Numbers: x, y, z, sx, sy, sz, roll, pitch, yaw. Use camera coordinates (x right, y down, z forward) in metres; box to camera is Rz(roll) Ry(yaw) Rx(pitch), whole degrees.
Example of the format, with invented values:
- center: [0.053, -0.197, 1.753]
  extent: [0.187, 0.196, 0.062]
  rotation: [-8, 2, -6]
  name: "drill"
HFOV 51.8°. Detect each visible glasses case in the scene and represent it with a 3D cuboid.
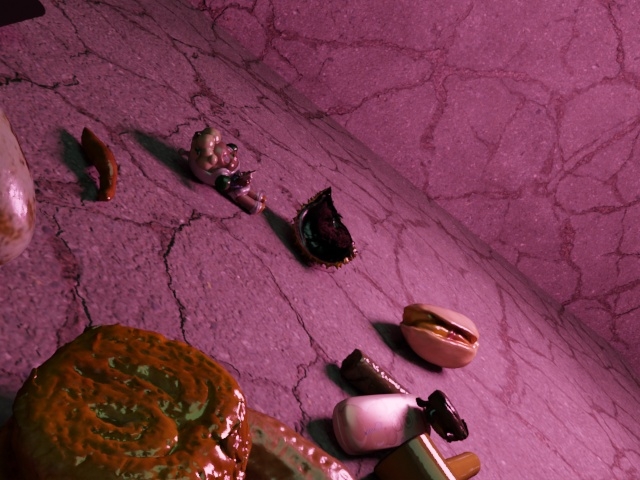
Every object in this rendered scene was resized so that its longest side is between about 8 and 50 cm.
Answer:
- center: [0.094, 0.267, 0.963]
  extent: [0.204, 0.051, 0.081]
  rotation: [10, 58, -47]
  name: "glasses case"

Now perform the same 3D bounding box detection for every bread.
- center: [-0.159, 0.174, 0.548]
  extent: [0.198, 0.120, 0.236]
  rotation: [21, 29, -1]
  name: "bread"

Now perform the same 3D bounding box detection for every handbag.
- center: [0.192, 0.274, 1.001]
  extent: [0.111, 0.047, 0.072]
  rotation: [54, 3, -36]
  name: "handbag"

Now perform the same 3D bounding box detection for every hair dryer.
- center: [0.190, 0.354, 0.963]
  extent: [0.135, 0.090, 0.279]
  rotation: [52, 15, 26]
  name: "hair dryer"

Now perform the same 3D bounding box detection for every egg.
- center: [-0.372, -0.070, 0.630]
  extent: [0.231, 0.169, 0.169]
  rotation: [49, 19, -2]
  name: "egg"

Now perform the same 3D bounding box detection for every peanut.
- center: [-0.049, 0.247, 0.688]
  extent: [0.226, 0.095, 0.108]
  rotation: [38, 30, -7]
  name: "peanut"

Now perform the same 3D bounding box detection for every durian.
- center: [0.001, 0.001, 1.357]
  extent: [0.108, 0.119, 0.186]
  rotation: [86, -16, -60]
  name: "durian"

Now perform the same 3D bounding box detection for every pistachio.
- center: [0.238, 0.196, 1.348]
  extent: [0.200, 0.117, 0.145]
  rotation: [20, -10, -32]
  name: "pistachio"

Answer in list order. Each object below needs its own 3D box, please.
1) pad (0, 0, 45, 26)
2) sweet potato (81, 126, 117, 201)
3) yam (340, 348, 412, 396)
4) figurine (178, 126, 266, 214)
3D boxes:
- center: [-0.656, -0.405, 1.018]
  extent: [0.315, 0.063, 0.375]
  rotation: [41, 29, -6]
  name: "pad"
- center: [-0.332, -0.117, 1.001]
  extent: [0.044, 0.044, 0.179]
  rotation: [20, 29, -47]
  name: "sweet potato"
- center: [0.094, 0.234, 1.063]
  extent: [0.132, 0.054, 0.054]
  rotation: [41, 19, -7]
  name: "yam"
- center: [-0.175, -0.134, 1.263]
  extent: [0.197, 0.093, 0.147]
  rotation: [35, 31, -24]
  name: "figurine"
